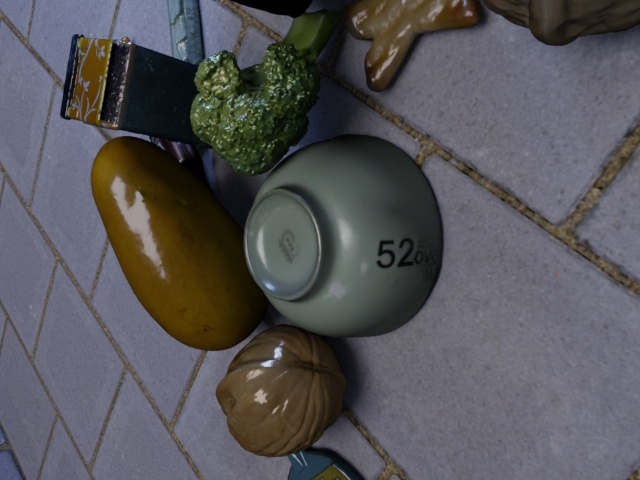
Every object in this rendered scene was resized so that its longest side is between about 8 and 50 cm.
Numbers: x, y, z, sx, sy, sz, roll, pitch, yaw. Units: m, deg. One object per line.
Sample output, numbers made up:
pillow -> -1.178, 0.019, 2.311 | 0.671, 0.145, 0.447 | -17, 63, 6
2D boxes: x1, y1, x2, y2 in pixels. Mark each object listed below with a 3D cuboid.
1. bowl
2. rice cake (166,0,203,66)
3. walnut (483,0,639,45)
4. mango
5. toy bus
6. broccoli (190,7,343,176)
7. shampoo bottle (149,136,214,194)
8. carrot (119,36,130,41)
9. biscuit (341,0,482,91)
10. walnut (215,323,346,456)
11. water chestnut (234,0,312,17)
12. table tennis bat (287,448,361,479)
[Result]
bowl -> 0.000, 0.000, 0.924 | 0.354, 0.185, 0.353 | 6, 98, 42
rice cake -> -0.296, -0.440, 1.230 | 0.066, 0.063, 0.335 | -5, 93, 53
walnut -> 0.279, -0.332, 0.603 | 0.249, 0.248, 0.248 | 6, 99, 42
mango -> -0.264, 0.008, 1.062 | 0.445, 0.232, 0.300 | 58, 180, -20
toy bus -> -0.280, -0.259, 1.054 | 0.194, 0.324, 0.161 | 18, 99, 38
broccoli -> -0.094, -0.252, 0.888 | 0.302, 0.186, 0.254 | -60, 21, 20
shampoo bottle -> -0.332, -0.218, 1.269 | 0.322, 0.084, 0.129 | 64, 147, 16
carrot -> -0.530, -0.430, 1.451 | 0.061, 0.061, 0.209 | 53, 123, 25
biscuit -> 0.131, -0.343, 0.858 | 0.208, 0.047, 0.164 | -28, 77, 41
walnut -> -0.074, 0.267, 1.008 | 0.261, 0.225, 0.224 | -46, 65, 41
water chestnut -> -0.110, -0.517, 0.821 | 0.347, 0.335, 0.335 | 27, 122, -11
table tennis bat -> 0.002, 0.481, 1.079 | 0.329, 0.044, 0.215 | 55, 128, 21
